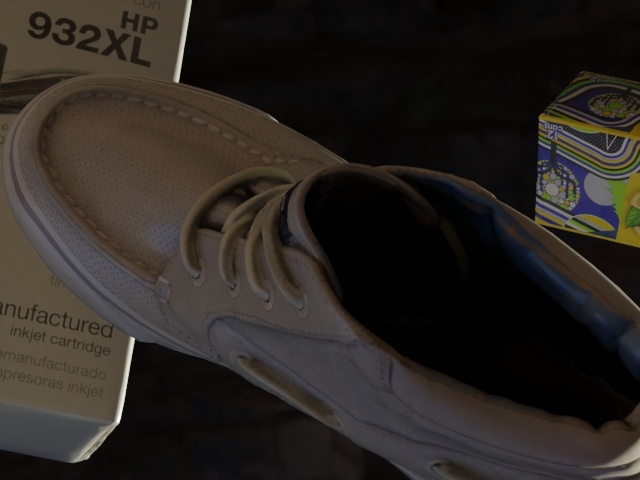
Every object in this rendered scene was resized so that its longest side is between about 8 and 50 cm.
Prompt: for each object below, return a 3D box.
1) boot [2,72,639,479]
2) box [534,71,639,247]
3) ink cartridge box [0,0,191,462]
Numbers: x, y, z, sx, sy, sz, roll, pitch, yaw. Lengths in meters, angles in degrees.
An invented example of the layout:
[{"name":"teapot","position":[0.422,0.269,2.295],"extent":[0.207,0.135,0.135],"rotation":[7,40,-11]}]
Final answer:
[{"name":"boot","position":[0.000,0.000,0.589],"extent":[0.258,0.095,0.123],"rotation":[30,160,17]},{"name":"box","position":[0.182,-0.024,0.838],"extent":[0.169,0.059,0.054],"rotation":[14,-146,24]},{"name":"ink cartridge box","position":[-0.205,-0.051,1.085],"extent":[0.223,0.307,0.129],"rotation":[13,160,-13]}]
